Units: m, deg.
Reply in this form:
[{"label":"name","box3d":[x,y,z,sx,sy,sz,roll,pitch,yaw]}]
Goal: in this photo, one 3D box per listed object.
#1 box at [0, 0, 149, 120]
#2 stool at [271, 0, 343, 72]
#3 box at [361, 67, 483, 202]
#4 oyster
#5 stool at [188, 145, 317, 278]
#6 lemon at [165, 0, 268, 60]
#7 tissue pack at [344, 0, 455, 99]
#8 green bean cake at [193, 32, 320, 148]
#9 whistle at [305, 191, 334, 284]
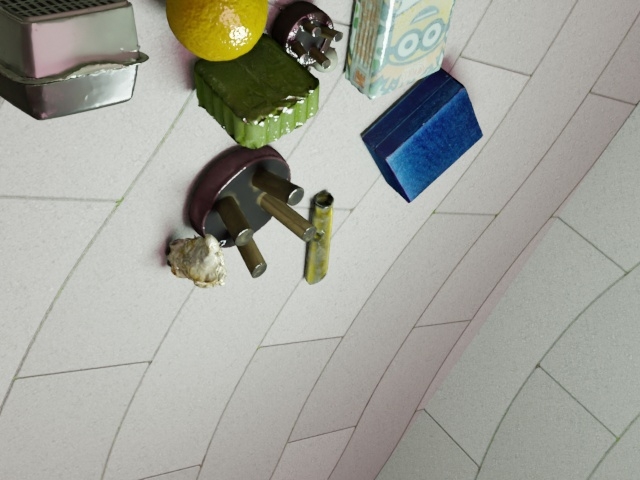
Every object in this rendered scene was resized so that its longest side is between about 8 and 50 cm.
[{"label":"box","box3d":[-0.421,-0.309,1.465,0.220,0.290,0.166,-20,127,-35]},{"label":"stool","box3d":[-0.017,-0.410,1.994,0.125,0.121,0.217,-46,144,-2]},{"label":"box","box3d":[0.270,-0.273,2.502,0.279,0.116,0.261,-44,151,-3]},{"label":"oyster","box3d":[-0.284,0.048,2.168,0.081,0.163,0.191,-54,169,-47]},{"label":"stool","box3d":[-0.147,-0.067,2.184,0.272,0.178,0.272,-31,147,-23]},{"label":"lemon","box3d":[-0.188,-0.422,1.707,0.187,0.187,0.244,-44,137,-2]},{"label":"tissue pack","box3d":[0.183,-0.492,2.129,0.228,0.128,0.311,-27,146,-29]},{"label":"green bean cake","box3d":[-0.127,-0.301,1.901,0.200,0.214,0.113,-31,153,-24]},{"label":"whistle","box3d":[0.001,0.001,2.563,0.068,0.057,0.326,-28,146,-26]}]
